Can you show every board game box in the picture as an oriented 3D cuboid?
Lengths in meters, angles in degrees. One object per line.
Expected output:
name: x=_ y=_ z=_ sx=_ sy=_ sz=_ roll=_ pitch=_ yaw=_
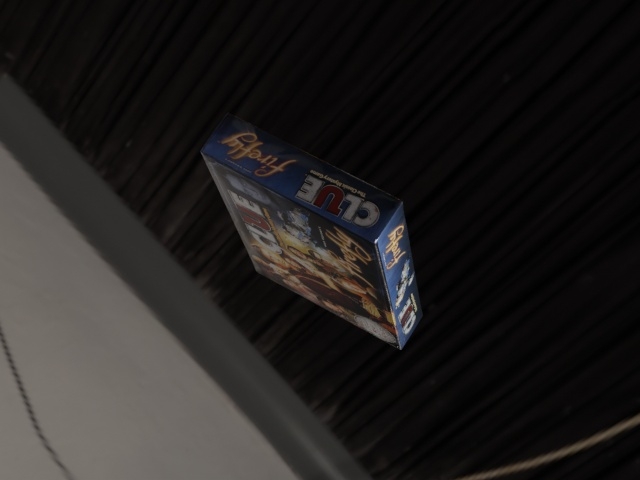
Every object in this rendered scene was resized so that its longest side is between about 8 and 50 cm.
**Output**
board game box: x=0.000 y=0.000 z=1.021 sx=0.165 sy=0.243 sz=0.042 roll=28 pitch=73 yaw=20
